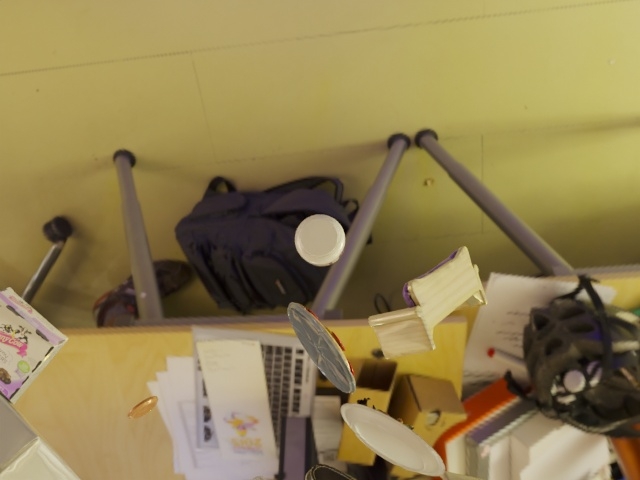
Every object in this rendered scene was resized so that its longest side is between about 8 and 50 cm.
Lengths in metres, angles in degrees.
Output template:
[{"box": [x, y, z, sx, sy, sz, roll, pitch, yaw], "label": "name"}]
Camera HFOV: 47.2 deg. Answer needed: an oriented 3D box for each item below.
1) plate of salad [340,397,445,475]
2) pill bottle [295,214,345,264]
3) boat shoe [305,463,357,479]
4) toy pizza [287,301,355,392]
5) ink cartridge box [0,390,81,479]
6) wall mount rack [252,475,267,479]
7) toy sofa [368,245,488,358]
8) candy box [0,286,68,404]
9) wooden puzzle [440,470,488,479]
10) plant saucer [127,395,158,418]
[{"box": [0.124, 0.327, 1.228, 0.200, 0.048, 0.199, 29, 153, 17], "label": "plate of salad"}, {"box": [0.000, 0.000, 1.586, 0.108, 0.193, 0.108, 0, 86, 1], "label": "pill bottle"}, {"box": [0.069, 0.449, 1.228, 0.228, 0.081, 0.068, 36, 143, 24], "label": "boat shoe"}, {"box": [0.007, 0.194, 1.353, 0.032, 0.201, 0.201, -34, 124, -17], "label": "toy pizza"}, {"box": [-0.486, 0.297, 1.061, 0.307, 0.129, 0.223, 29, 150, 34], "label": "ink cartridge box"}, {"box": [-0.123, 0.488, 1.113, 0.350, 0.304, 0.130, 11, 106, -38], "label": "wall mount rack"}, {"box": [0.279, 0.153, 1.901, 0.150, 0.363, 0.177, -18, 96, 38], "label": "toy sofa"}, {"box": [-0.640, 0.222, 1.476, 0.165, 0.070, 0.196, 41, 97, 0], "label": "candy box"}, {"box": [0.444, 0.635, 1.563, 0.322, 0.347, 0.080, 16, 116, -18], "label": "wooden puzzle"}, {"box": [-0.437, 0.415, 1.810, 0.013, 0.083, 0.083, 50, 120, 18], "label": "plant saucer"}]
